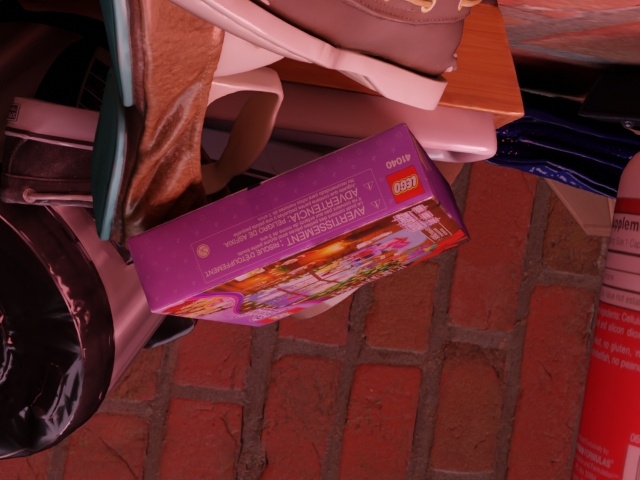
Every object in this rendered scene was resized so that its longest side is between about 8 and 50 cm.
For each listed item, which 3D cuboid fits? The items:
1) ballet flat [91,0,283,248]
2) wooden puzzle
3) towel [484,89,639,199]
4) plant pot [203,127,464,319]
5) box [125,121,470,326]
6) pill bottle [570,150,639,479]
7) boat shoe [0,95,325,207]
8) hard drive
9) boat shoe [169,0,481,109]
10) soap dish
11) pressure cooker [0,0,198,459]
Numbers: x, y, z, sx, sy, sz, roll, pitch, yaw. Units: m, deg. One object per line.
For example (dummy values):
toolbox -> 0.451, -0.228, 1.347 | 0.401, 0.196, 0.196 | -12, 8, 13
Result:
ballet flat -> -0.082, -0.104, 0.816 | 0.124, 0.116, 0.342 | -7, 148, -13
wooden puzzle -> 0.334, -0.094, 1.684 | 0.221, 0.044, 0.238 | 51, 176, -11
towel -> 0.232, -0.119, 1.378 | 0.227, 0.076, 0.308 | 17, -169, -12
plant pot -> -0.010, -0.093, 1.251 | 0.191, 0.284, 0.284 | 39, 174, -14
box -> 0.000, 0.000, 0.970 | 0.200, 0.057, 0.293 | -22, 171, 9
pill bottle -> 0.324, 0.059, 0.973 | 0.229, 0.408, 0.229 | 9, -178, 0
boat shoe -> -0.109, -0.042, 1.072 | 0.306, 0.105, 0.113 | 9, -178, -12
hard drive -> 0.382, -0.119, 1.243 | 0.172, 0.054, 0.254 | 11, -176, 44
boat shoe -> 0.000, -0.141, 0.681 | 0.109, 0.091, 0.305 | 32, -168, 25
soap dish -> 0.002, -0.137, 1.020 | 0.290, 0.118, 0.229 | 9, -178, -2
pressure cooker -> -0.303, -0.035, 1.327 | 0.375, 0.370, 0.420 | 18, -146, 10
